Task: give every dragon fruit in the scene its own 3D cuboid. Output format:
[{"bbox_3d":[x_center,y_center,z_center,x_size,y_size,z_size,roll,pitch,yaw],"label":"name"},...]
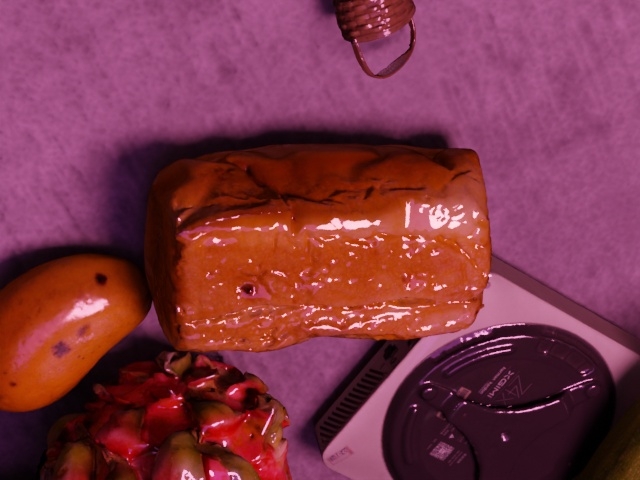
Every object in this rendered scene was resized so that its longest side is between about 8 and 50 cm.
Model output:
[{"bbox_3d":[-0.139,0.249,1.497,0.237,0.231,0.303,35,78,-46],"label":"dragon fruit"}]

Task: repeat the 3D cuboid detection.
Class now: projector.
[{"bbox_3d":[0.167,0.165,1.626,0.259,0.079,0.257,29,112,-27],"label":"projector"}]

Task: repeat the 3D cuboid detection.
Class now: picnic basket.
[{"bbox_3d":[0.049,-0.176,1.393,0.072,0.072,0.083,-22,119,2],"label":"picnic basket"}]

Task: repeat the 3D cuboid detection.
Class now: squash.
[{"bbox_3d":[0.291,0.248,1.624,0.101,0.101,0.379,11,128,-19],"label":"squash"}]

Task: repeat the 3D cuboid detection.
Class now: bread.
[{"bbox_3d":[0.000,0.000,1.452,0.294,0.132,0.167,-6,115,-14],"label":"bread"}]

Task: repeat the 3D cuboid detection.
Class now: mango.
[{"bbox_3d":[-0.234,0.076,1.478,0.178,0.090,0.115,-40,133,9],"label":"mango"}]
